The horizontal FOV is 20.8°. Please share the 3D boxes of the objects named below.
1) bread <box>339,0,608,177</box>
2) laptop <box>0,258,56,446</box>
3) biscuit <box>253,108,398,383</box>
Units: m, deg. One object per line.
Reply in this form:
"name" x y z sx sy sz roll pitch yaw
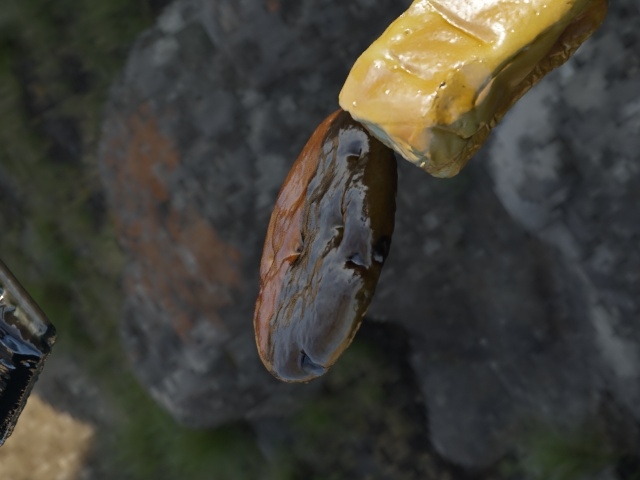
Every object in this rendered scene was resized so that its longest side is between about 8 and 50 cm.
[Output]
"bread" 0.073 -0.091 0.826 0.074 0.132 0.053 42 172 39
"laptop" -0.129 0.000 0.518 0.129 0.016 0.180 51 161 3
"biscuit" 0.000 0.000 1.257 0.036 0.212 0.212 16 172 -20
